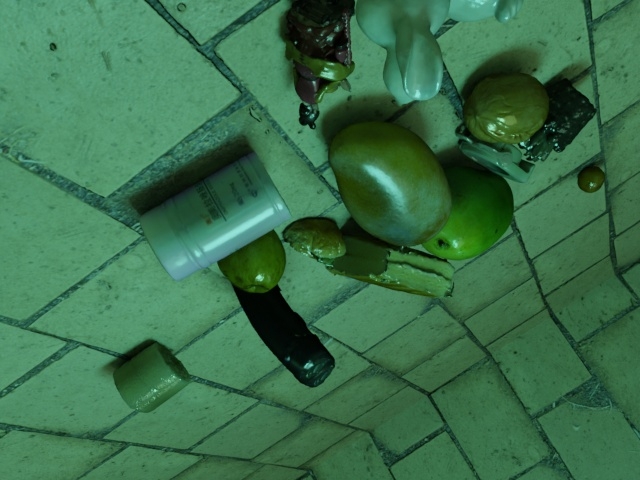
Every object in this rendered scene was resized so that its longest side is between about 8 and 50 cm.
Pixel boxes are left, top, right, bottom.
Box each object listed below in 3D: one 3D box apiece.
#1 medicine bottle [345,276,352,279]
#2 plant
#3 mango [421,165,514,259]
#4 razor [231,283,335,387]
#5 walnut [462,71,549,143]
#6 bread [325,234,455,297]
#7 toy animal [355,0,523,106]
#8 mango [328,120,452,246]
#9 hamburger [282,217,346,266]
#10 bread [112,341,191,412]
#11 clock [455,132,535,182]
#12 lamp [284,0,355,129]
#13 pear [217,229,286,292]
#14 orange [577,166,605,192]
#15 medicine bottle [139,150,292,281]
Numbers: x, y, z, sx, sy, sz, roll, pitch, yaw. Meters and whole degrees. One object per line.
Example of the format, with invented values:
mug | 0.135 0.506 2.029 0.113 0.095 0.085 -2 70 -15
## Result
medicine bottle | 0.148 0.070 2.108 0.203 0.083 0.083 -2 142 -45
plant | 0.541 -0.281 1.861 0.194 0.132 0.129 -41 148 13
mango | 0.356 -0.081 1.929 0.382 0.225 0.201 -30 165 -48
razor | -0.096 0.186 1.803 0.107 0.327 0.189 -36 153 -4
walnut | 0.398 -0.283 1.692 0.207 0.159 0.159 -15 149 -39
bread | 0.171 0.063 1.919 0.239 0.246 0.111 14 88 -37
toy animal | 0.168 -0.376 1.223 0.310 0.247 0.183 -40 -171 -29
mango | 0.141 -0.123 1.648 0.222 0.198 0.384 -20 144 28
hamburger | 0.006 0.004 1.842 0.176 0.102 0.087 8 122 -50
bread | -0.416 0.338 1.946 0.141 0.134 0.148 -35 165 -1
clock | 0.402 -0.205 1.839 0.191 0.151 0.062 26 94 -47
lamp | 0.004 -0.297 1.310 0.118 0.118 0.253 -24 147 -13
pear | -0.148 0.035 1.680 0.149 0.162 0.149 -14 153 -7
orange | 0.810 -0.182 2.354 0.085 0.085 0.085 -24 152 -13
medicine bottle | -0.198 -0.045 1.496 0.254 0.152 0.152 -30 153 -3
